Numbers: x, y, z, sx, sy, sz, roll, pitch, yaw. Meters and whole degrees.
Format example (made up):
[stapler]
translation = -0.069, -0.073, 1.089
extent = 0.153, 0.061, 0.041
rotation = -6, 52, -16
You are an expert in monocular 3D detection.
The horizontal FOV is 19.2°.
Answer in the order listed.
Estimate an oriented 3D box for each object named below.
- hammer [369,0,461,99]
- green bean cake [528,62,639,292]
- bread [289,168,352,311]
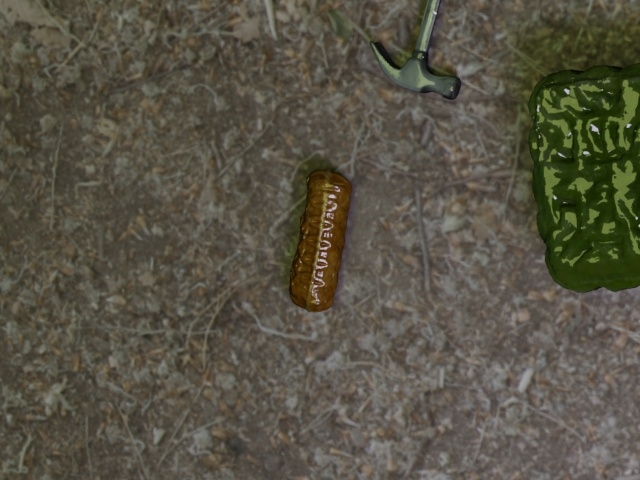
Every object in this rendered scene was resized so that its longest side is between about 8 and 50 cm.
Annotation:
[hammer]
translation = 0.121, -0.277, 1.975
extent = 0.103, 0.029, 0.246
rotation = 16, 98, 18
[green bean cake]
translation = 0.335, -0.066, 1.856
extent = 0.248, 0.125, 0.222
rotation = -5, 92, 21
[bread]
translation = 0.000, 0.000, 2.033
extent = 0.052, 0.044, 0.157
rotation = 12, 98, 23
